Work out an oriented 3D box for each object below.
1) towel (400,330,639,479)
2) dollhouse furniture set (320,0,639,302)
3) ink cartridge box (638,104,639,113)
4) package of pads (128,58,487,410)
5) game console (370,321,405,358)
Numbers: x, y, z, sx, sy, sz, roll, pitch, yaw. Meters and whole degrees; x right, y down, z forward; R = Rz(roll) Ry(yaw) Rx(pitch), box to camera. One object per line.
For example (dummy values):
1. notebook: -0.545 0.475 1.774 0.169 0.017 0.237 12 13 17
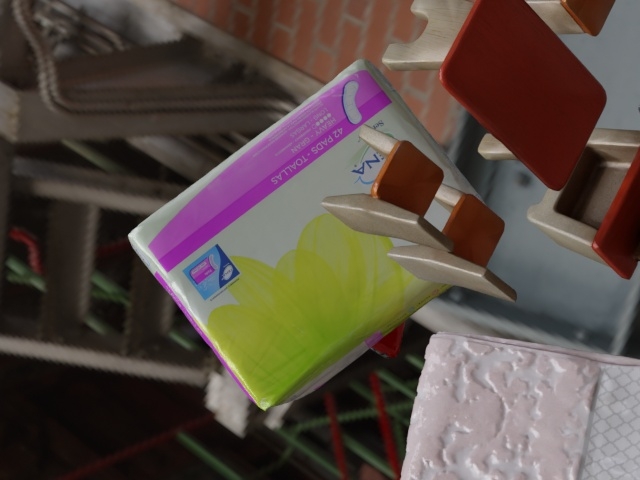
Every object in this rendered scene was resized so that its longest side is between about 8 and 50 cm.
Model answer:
1. towel: 0.234 0.274 1.718 0.053 0.316 0.332 46 -126 -57
2. dollhouse furniture set: 0.167 -0.076 1.050 0.259 0.135 0.262 37 -103 -41
3. ink cartridge box: 0.412 0.008 1.412 0.065 0.165 0.333 -24 -86 -23
4. package of pads: 0.000 0.000 1.494 0.296 0.229 0.101 -38 -5 -2
5. game console: 0.017 0.050 1.631 0.144 0.085 0.124 32 -122 -33
